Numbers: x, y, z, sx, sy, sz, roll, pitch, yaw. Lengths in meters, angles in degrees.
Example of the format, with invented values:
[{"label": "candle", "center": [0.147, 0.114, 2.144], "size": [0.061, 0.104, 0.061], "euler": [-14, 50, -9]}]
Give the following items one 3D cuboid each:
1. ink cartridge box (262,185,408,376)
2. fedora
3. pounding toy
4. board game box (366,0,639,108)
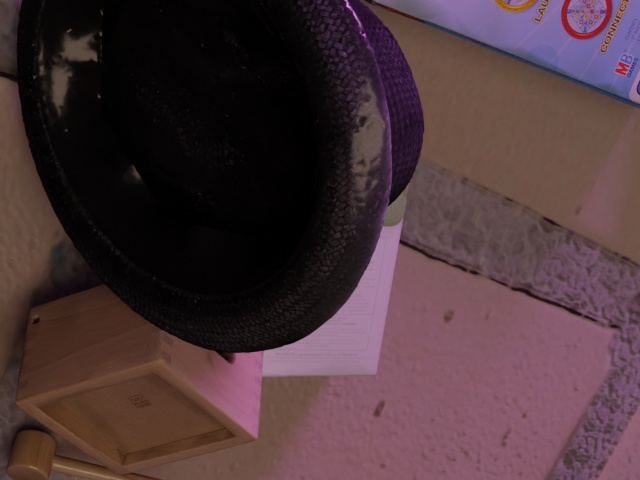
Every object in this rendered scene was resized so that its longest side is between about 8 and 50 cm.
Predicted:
[{"label": "ink cartridge box", "center": [0.000, 0.000, 1.151], "size": [0.109, 0.062, 0.209], "euler": [2, 110, -21]}, {"label": "fedora", "center": [-0.051, -0.093, 0.990], "size": [0.152, 0.334, 0.334], "euler": [-14, 119, -47]}, {"label": "pounding toy", "center": [-0.149, 0.117, 1.123], "size": [0.206, 0.094, 0.181], "euler": [-18, 140, 25]}, {"label": "board game box", "center": [0.208, -0.275, 1.103], "size": [0.302, 0.086, 0.308], "euler": [17, 104, -26]}]
